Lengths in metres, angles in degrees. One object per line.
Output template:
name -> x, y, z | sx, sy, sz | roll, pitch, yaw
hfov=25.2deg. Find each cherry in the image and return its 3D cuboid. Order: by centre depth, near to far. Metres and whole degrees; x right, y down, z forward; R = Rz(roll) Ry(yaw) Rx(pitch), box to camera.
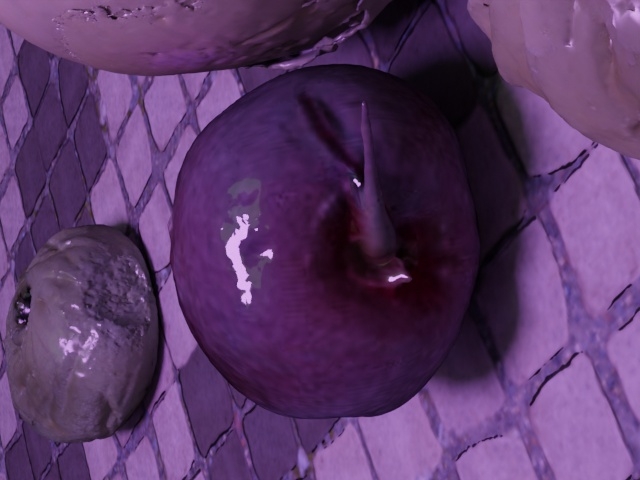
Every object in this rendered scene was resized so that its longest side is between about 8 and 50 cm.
cherry -> 0.000, 0.000, 0.867 | 0.266, 0.183, 0.213 | -162, 81, -74

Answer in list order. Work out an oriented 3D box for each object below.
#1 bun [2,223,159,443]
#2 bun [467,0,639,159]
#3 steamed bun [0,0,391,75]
bun -> -0.238, 0.091, 1.349 | 0.221, 0.108, 0.221 | 8, 99, 59
bun -> 0.155, -0.152, 0.614 | 0.259, 0.160, 0.259 | 10, 102, 58
steamed bun -> -0.088, -0.214, 0.852 | 0.334, 0.312, 0.233 | -26, 79, 41
